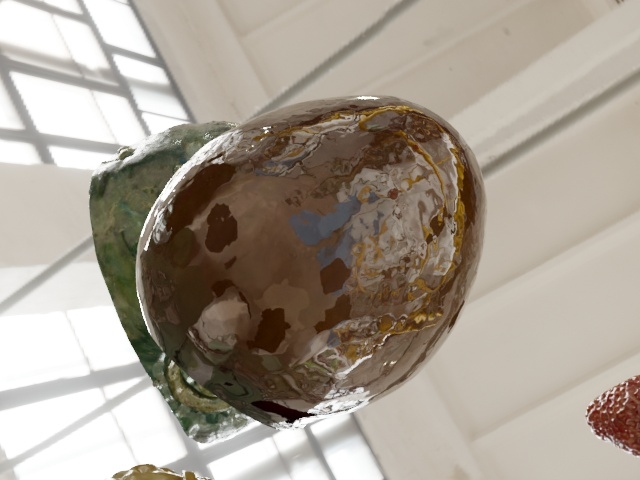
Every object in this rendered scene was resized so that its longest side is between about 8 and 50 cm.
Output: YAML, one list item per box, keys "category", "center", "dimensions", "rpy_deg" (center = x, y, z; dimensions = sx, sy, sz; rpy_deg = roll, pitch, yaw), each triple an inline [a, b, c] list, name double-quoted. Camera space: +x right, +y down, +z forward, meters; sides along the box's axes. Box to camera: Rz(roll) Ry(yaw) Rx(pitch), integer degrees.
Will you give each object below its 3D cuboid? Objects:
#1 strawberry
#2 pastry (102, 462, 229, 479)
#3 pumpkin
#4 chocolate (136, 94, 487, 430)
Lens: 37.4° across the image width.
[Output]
- category: "strawberry"
  center: [0.267, 0.149, 0.800]
  dimensions: [0.083, 0.073, 0.073]
  rpy_deg: [-6, -93, 55]
- category: "pastry"
  center: [-0.111, 0.331, 0.692]
  dimensions: [0.184, 0.284, 0.316]
  rpy_deg: [-20, -92, 62]
- category: "pumpkin"
  center: [-0.071, 0.021, 0.918]
  dimensions: [0.196, 0.263, 0.293]
  rpy_deg: [-20, -59, 6]
- category: "chocolate"
  center: [0.000, 0.000, 0.457]
  dimensions: [0.176, 0.176, 0.177]
  rpy_deg: [0, -90, 23]
